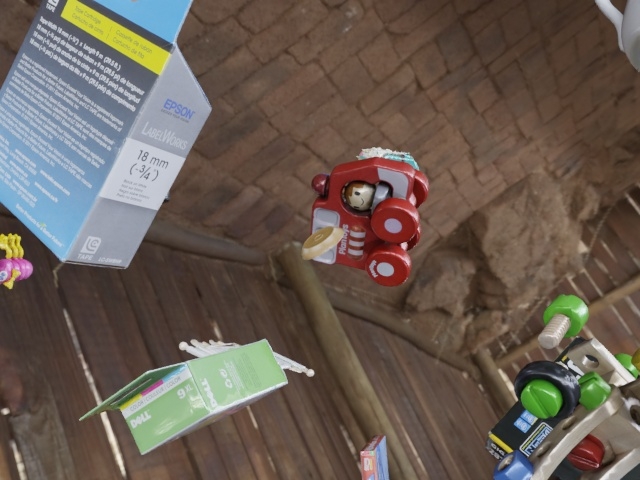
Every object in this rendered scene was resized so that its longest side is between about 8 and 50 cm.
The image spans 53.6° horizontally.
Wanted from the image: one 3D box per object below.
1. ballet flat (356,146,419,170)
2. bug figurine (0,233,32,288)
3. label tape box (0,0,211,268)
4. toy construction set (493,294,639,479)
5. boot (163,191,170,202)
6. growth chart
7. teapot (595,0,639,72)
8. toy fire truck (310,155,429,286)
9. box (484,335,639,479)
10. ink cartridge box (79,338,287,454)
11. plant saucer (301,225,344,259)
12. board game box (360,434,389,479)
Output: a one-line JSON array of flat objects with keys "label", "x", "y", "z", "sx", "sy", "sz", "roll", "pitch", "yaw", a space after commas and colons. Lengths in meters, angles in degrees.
[{"label": "ballet flat", "x": 0.168, "y": -0.188, "z": 1.559, "sx": 0.241, "sy": 0.077, "sz": 0.091, "roll": 12, "pitch": 101, "yaw": -59}, {"label": "bug figurine", "x": -0.540, "y": 0.096, "z": 0.966, "sx": 0.279, "sy": 0.072, "sz": 0.216, "roll": -56, "pitch": 176, "yaw": 10}, {"label": "label tape box", "x": -0.260, "y": -0.168, "z": 0.757, "sx": 0.333, "sy": 0.241, "sz": 0.106, "roll": -60, "pitch": 152, "yaw": 8}, {"label": "toy construction set", "x": 0.358, "y": 0.192, "z": 0.636, "sx": 0.237, "sy": 0.309, "sz": 0.257, "roll": -33, "pitch": 143, "yaw": -46}, {"label": "boot", "x": -0.525, "y": -0.211, "z": 1.639, "sx": 0.339, "sy": 0.222, "sz": 0.118, "roll": 8, "pitch": 175, "yaw": 22}, {"label": "growth chart", "x": -0.146, "y": 0.230, "z": 1.249, "sx": 0.237, "sy": 0.172, "sz": 0.021, "roll": 14, "pitch": 93, "yaw": -51}, {"label": "teapot", "x": 0.427, "y": -0.251, "z": 0.606, "sx": 0.252, "sy": 0.256, "sz": 0.186, "roll": 86, "pitch": 22, "yaw": -87}, {"label": "toy fire truck", "x": 0.097, "y": -0.050, "z": 1.417, "sx": 0.169, "sy": 0.254, "sz": 0.302, "roll": -65, "pitch": 163, "yaw": -49}, {"label": "box", "x": 0.522, "y": 0.372, "z": 1.242, "sx": 0.322, "sy": 0.257, "sz": 0.079, "roll": -36, "pitch": 143, "yaw": -25}, {"label": "ink cartridge box", "x": -0.139, "y": 0.173, "z": 0.694, "sx": 0.109, "sy": 0.062, "sz": 0.209, "roll": -34, "pitch": 166, "yaw": 23}, {"label": "plant saucer", "x": 0.000, "y": 0.000, "z": 1.047, "sx": 0.084, "sy": 0.015, "sz": 0.083, "roll": -30, "pitch": -160, "yaw": 12}, {"label": "board game box", "x": 0.103, "y": 0.493, "z": 1.095, "sx": 0.027, "sy": 0.281, "sz": 0.145, "roll": -6, "pitch": 172, "yaw": 11}]
